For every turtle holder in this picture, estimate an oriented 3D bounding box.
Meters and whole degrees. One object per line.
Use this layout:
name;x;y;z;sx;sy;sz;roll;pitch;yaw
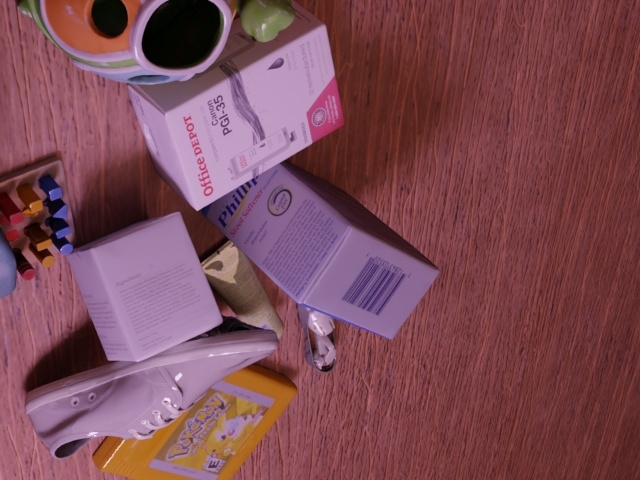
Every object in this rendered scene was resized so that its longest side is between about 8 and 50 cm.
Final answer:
turtle holder;-0.209;-0.299;1.531;0.243;0.227;0.320;-52;141;5

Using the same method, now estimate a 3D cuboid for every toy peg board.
toy peg board;-0.421;-0.011;1.701;0.160;0.079;0.161;-25;137;-25

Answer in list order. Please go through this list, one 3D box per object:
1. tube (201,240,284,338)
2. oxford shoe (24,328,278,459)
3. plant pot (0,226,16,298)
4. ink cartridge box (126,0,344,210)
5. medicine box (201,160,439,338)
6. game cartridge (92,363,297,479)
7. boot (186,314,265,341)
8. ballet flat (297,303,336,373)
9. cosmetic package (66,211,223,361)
tube;-0.133;0.091;2.076;0.240;0.062;0.070;60;33;-45
oxford shoe;-0.258;0.238;1.860;0.449;0.130;0.169;-21;168;18
plant pot;-0.503;-0.022;1.399;0.247;0.248;0.252;-26;179;-25
ink cartridge box;-0.121;-0.204;1.780;0.283;0.117;0.207;-33;139;-18
medicine box;0.000;0.000;1.927;0.263;0.289;0.149;25;102;-50
game cartridge;-0.224;0.338;2.203;0.285;0.052;0.323;-53;142;7
boot;-0.196;0.136;1.957;0.246;0.161;0.083;20;78;-53
ballet flat;0.003;0.169;2.252;0.072;0.068;0.213;-28;137;-23
cosmetic package;-0.267;0.070;1.792;0.151;0.151;0.184;-24;97;-26
